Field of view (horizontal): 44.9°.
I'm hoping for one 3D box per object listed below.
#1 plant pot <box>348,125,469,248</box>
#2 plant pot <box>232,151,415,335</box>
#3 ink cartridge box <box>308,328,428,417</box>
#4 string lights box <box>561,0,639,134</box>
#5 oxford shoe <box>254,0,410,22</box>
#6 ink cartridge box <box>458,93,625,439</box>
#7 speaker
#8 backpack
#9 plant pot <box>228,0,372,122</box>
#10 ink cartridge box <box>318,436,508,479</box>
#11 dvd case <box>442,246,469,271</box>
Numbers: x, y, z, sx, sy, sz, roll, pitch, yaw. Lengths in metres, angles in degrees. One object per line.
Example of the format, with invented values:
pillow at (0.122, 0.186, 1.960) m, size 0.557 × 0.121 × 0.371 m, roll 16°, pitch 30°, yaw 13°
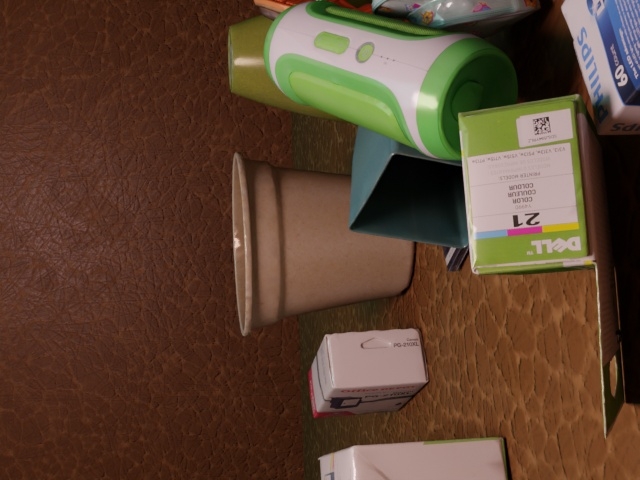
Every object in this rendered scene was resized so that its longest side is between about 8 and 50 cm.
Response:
plant pot at (0.137, -0.140, 0.999) m, size 0.165 × 0.166 × 0.234 m, roll 118°, pitch 157°, yaw -54°
plant pot at (0.000, 0.000, 1.429) m, size 0.334 × 0.306 × 0.333 m, roll 177°, pitch 90°, yaw -81°
ink cartridge box at (0.080, 0.246, 1.413) m, size 0.237 × 0.172 × 0.100 m, roll 108°, pitch 157°, yaw -64°
string lights box at (0.261, -0.195, 0.522) m, size 0.259 × 0.077 × 0.133 m, roll 108°, pitch 158°, yaw -64°
oxford shoe at (0.006, -0.381, 1.437) m, size 0.364 × 0.130 × 0.132 m, roll 33°, pitch 138°, yaw 37°
ink cartridge box at (0.196, 0.024, 0.661) m, size 0.189 × 0.097 × 0.255 m, roll 6°, pitch -101°, yaw -65°
speaker at (0.063, -0.178, 0.830) m, size 0.296 × 0.131 × 0.131 m, roll 31°, pitch 128°, yaw 46°
backpack at (0.144, -0.293, 0.856) m, size 0.166 × 0.188 × 0.144 m, roll -159°, pitch 67°, yaw -79°
plant pot at (-0.044, -0.378, 1.628) m, size 0.275 × 0.294 × 0.274 m, roll 177°, pitch 90°, yaw -80°
ink cartridge box at (0.116, 0.361, 1.126) m, size 0.353 × 0.207 × 0.119 m, roll 113°, pitch 154°, yaw -71°
dvd case at (0.193, -0.090, 1.129) m, size 0.164 × 0.018 × 0.221 m, roll 104°, pitch 162°, yaw -55°
